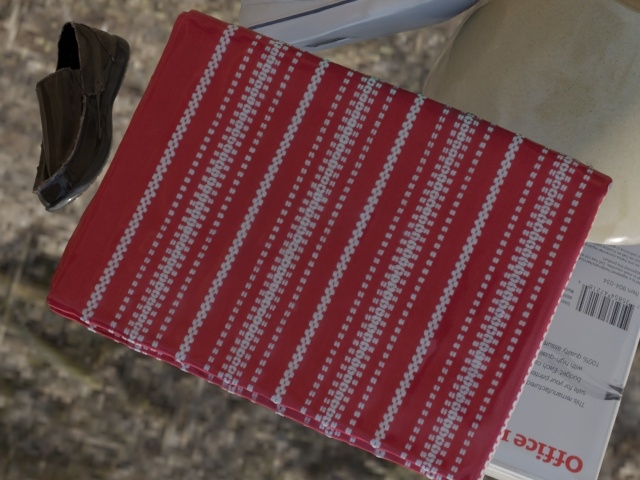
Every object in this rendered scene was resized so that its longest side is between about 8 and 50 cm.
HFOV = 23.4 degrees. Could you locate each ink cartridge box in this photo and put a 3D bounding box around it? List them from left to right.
[{"bbox_3d":[0.205,0.102,1.561,0.198,0.273,0.115,22,166,-8],"label":"ink cartridge box"}]

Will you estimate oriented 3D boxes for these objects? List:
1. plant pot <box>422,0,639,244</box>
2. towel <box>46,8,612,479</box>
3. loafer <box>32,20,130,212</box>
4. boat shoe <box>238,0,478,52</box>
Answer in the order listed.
[{"bbox_3d":[0.254,-0.163,1.395,0.284,0.284,0.191,14,132,-7],"label":"plant pot"},{"bbox_3d":[0.000,0.000,0.872,0.274,0.199,0.031,23,171,12],"label":"towel"},{"bbox_3d":[-0.247,-0.123,1.492,0.078,0.220,0.080,33,134,-30],"label":"loafer"},{"bbox_3d":[0.029,-0.234,1.457,0.267,0.088,0.096,-8,177,44],"label":"boat shoe"}]
